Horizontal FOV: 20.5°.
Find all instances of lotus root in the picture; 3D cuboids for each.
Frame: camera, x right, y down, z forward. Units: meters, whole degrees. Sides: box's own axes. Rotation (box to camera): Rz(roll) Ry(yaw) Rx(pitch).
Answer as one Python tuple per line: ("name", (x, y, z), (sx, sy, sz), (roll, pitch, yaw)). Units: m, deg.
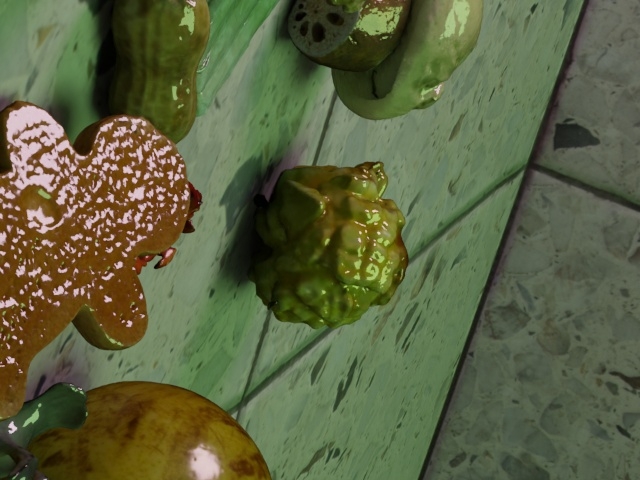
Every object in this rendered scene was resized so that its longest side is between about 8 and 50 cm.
("lotus root", (0.030, -0.235, 1.823), (0.081, 0.112, 0.122), (4, 113, -52))

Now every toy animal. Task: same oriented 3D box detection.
("toy animal", (-0.280, 0.156, 1.317), (0.272, 0.160, 0.197), (80, 29, -48))

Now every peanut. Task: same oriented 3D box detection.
("peanut", (-0.136, -0.148, 1.469), (0.089, 0.089, 0.193), (-51, 162, -45))

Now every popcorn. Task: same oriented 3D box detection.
("popcorn", (0.002, 0.000, 1.989), (0.169, 0.218, 0.189), (2, 97, -27))

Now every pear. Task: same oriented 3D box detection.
("pear", (-0.171, 0.267, 1.604), (0.281, 0.280, 0.281), (-57, 162, -31))

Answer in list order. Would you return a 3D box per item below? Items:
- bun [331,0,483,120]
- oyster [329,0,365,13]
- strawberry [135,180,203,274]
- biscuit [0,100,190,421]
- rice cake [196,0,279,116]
("bun", (0.102, -0.239, 1.903), (0.237, 0.116, 0.210), (-40, -131, 46))
("oyster", (0.005, -0.323, 1.551), (0.166, 0.110, 0.341), (-52, 141, -35))
("strawberry", (-0.169, -0.019, 1.566), (0.121, 0.082, 0.188), (-47, 175, 5))
("biscuit", (-0.205, 0.001, 1.327), (0.324, 0.049, 0.205), (-45, 112, -47))
("rice cake", (-0.078, -0.220, 1.628), (0.211, 0.038, 0.124), (-57, 162, -32))
